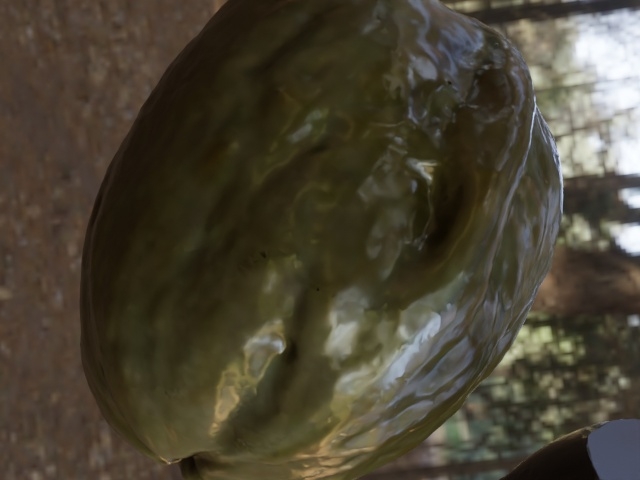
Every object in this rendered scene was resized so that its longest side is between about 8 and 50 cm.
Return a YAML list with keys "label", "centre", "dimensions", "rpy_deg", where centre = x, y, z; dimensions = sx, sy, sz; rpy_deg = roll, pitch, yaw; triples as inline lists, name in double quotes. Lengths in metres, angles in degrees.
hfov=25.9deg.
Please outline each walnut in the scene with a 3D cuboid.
- label: "walnut"
  centre: [0.000, 0.000, 0.712]
  dimensions: [0.227, 0.283, 0.283]
  rpy_deg: [35, 26, -21]

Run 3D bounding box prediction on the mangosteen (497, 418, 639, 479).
- label: "mangosteen"
  centre: [0.223, 0.259, 0.911]
  dimensions: [0.287, 0.287, 0.233]
  rpy_deg: [-85, -167, -71]
